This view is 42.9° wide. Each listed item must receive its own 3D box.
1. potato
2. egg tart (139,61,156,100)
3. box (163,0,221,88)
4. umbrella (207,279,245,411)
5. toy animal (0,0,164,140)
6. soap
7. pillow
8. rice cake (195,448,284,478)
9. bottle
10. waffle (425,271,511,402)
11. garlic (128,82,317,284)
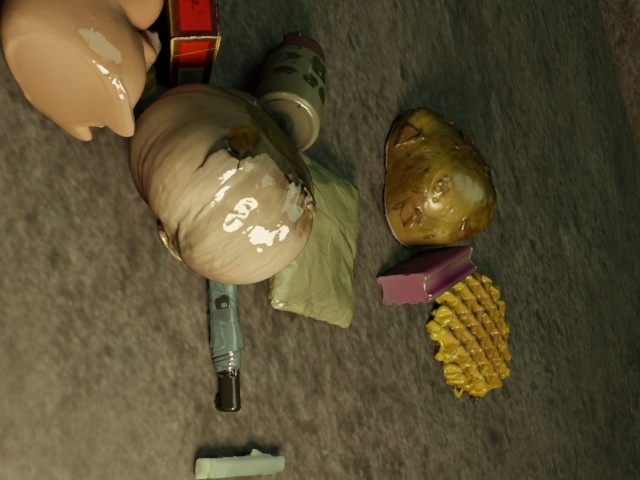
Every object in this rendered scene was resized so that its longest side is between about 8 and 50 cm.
[{"bbox_3d":[0.266,-0.135,1.696,0.246,0.196,0.299,24,64,-48],"label":"potato"},{"bbox_3d":[-0.271,-0.253,1.178,0.105,0.039,0.105,11,76,-47],"label":"egg tart"},{"bbox_3d":[-0.186,-0.318,1.148,0.074,0.240,0.153,0,85,-12],"label":"box"},{"bbox_3d":[-0.143,0.137,1.253,0.052,0.053,0.250,2,81,-53],"label":"umbrella"},{"bbox_3d":[-0.289,-0.291,1.045,0.213,0.195,0.256,47,47,-45],"label":"toy animal"},{"bbox_3d":[0.217,0.069,1.653,0.203,0.122,0.065,-24,103,-51],"label":"soap"},{"bbox_3d":[-0.001,-0.002,1.423,0.274,0.076,0.280,24,65,-57],"label":"pillow"},{"bbox_3d":[-0.123,0.344,1.259,0.180,0.030,0.042,14,71,-50],"label":"rice cake"},{"bbox_3d":[-0.045,-0.258,1.364,0.120,0.120,0.253,54,28,-30],"label":"bottle"},{"bbox_3d":[0.342,0.210,1.829,0.329,0.062,0.329,12,75,-50],"label":"waffle"},{"bbox_3d":[-0.134,-0.088,1.157,0.322,0.241,0.321,160,-90,-86],"label":"garlic"}]
